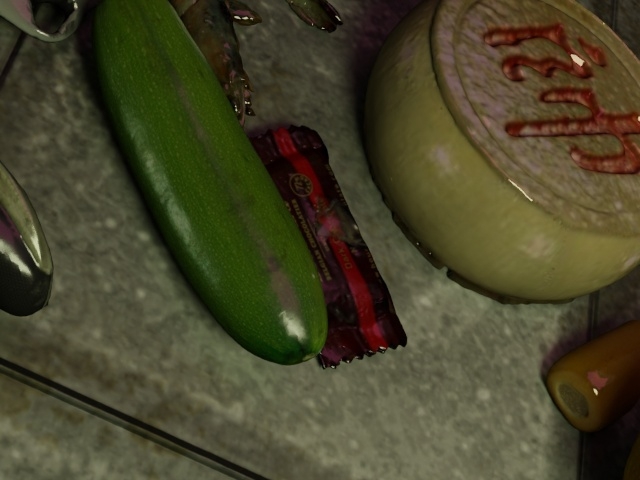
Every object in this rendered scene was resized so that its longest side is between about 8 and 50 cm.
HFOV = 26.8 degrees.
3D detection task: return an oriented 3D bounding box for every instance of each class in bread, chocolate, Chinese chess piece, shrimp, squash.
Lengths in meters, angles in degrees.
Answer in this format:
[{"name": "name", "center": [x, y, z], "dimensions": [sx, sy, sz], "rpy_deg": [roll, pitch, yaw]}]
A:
[{"name": "bread", "center": [0.223, 0.103, 1.027], "dimensions": [0.103, 0.049, 0.062], "rpy_deg": [-20, 74, -39]}, {"name": "chocolate", "center": [0.000, 0.000, 0.952], "dimensions": [0.086, 0.028, 0.183], "rpy_deg": [-12, 76, -35]}, {"name": "Chinese chess piece", "center": [0.161, -0.082, 1.065], "dimensions": [0.270, 0.112, 0.270], "rpy_deg": [18, 51, -25]}, {"name": "shrimp", "center": [-0.041, -0.155, 1.028], "dimensions": [0.147, 0.035, 0.195], "rpy_deg": [3, 59, -36]}, {"name": "squash", "center": [-0.079, -0.044, 0.894], "dimensions": [0.082, 0.082, 0.293], "rpy_deg": [-15, 69, -40]}]

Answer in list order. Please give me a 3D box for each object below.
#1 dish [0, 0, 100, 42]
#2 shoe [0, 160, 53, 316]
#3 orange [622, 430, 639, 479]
[{"name": "dish", "center": [-0.205, -0.300, 0.936], "dimensions": [0.303, 0.120, 0.303], "rpy_deg": [15, 53, -20]}, {"name": "shoe", "center": [-0.255, -0.028, 0.761], "dimensions": [0.227, 0.099, 0.112], "rpy_deg": [47, 53, 5]}, {"name": "orange", "center": [0.322, 0.177, 0.931], "dimensions": [0.236, 0.236, 0.236], "rpy_deg": [17, 53, -25]}]
